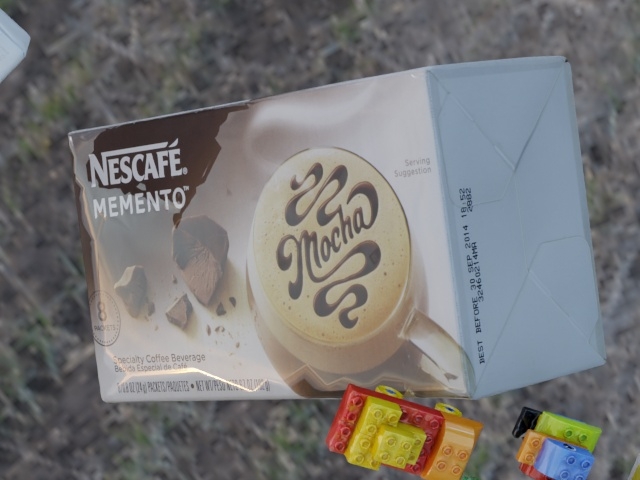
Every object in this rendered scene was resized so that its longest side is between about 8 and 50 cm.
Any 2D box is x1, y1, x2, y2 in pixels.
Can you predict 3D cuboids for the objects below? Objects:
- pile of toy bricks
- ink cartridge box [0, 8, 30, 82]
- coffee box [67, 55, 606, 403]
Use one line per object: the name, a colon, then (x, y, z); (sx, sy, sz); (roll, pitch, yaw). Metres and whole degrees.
pile of toy bricks: (0.102, 0.146, 0.898); (0.105, 0.212, 0.118); (-120, 49, -69)
ink cartridge box: (-0.265, -0.083, 1.102); (0.180, 0.104, 0.060); (-44, 17, 8)
coffee box: (0.000, 0.000, 1.083); (0.297, 0.119, 0.168); (-5, 93, 46)
